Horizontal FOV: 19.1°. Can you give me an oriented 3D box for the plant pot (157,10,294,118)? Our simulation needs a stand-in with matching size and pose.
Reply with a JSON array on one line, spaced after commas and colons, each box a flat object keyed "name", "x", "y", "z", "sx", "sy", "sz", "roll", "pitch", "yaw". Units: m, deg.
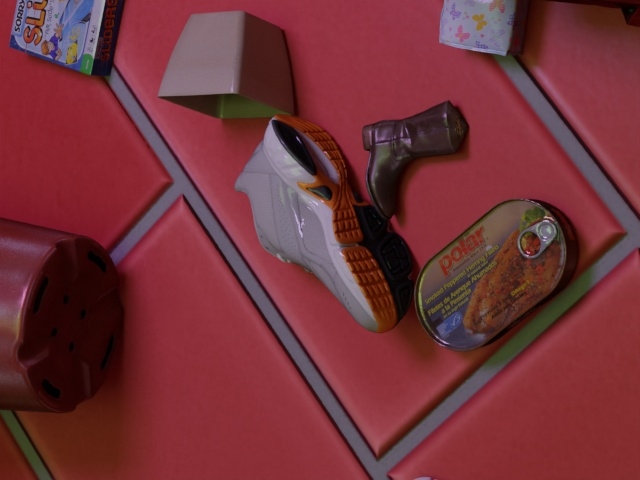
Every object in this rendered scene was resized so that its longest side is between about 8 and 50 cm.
[{"name": "plant pot", "x": -0.096, "y": -0.190, "z": 2.037, "sx": 0.109, "sy": 0.109, "sz": 0.096, "roll": 0, "pitch": 81, "yaw": 35}]

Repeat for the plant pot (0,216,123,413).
[{"name": "plant pot", "x": -0.387, "y": 0.081, "z": 2.178, "sx": 0.265, "sy": 0.272, "sz": 0.272, "roll": 6, "pitch": 97, "yaw": 26}]

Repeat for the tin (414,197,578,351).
[{"name": "tin", "x": 0.174, "y": 0.033, "z": 1.896, "sx": 0.189, "sy": 0.040, "sz": 0.106, "roll": -40, "pitch": 75, "yaw": 30}]

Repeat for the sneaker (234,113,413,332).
[{"name": "sneaker", "x": 0.000, "y": 0.000, "z": 1.993, "sx": 0.121, "sy": 0.099, "sz": 0.262, "roll": -49, "pitch": 59, "yaw": 36}]

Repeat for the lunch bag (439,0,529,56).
[{"name": "lunch bag", "x": 0.160, "y": -0.223, "z": 1.880, "sx": 0.083, "sy": 0.053, "sz": 0.071, "roll": 12, "pitch": 102, "yaw": 25}]

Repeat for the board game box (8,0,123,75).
[{"name": "board game box", "x": -0.284, "y": -0.304, "z": 2.200, "sx": 0.136, "sy": 0.035, "sz": 0.201, "roll": 20, "pitch": 104, "yaw": 33}]

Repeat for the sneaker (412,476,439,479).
[{"name": "sneaker", "x": 0.141, "y": 0.321, "z": 1.902, "sx": 0.208, "sy": 0.094, "sz": 0.081, "roll": 34, "pitch": 110, "yaw": 28}]

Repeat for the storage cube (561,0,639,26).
[{"name": "storage cube", "x": 0.235, "y": -0.303, "z": 1.692, "sx": 0.193, "sy": 0.183, "sz": 0.215, "roll": 5, "pitch": 96, "yaw": -5}]

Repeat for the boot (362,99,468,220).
[{"name": "boot", "x": 0.101, "y": -0.082, "z": 1.944, "sx": 0.114, "sy": 0.037, "sz": 0.106, "roll": -12, "pitch": 88, "yaw": 31}]
